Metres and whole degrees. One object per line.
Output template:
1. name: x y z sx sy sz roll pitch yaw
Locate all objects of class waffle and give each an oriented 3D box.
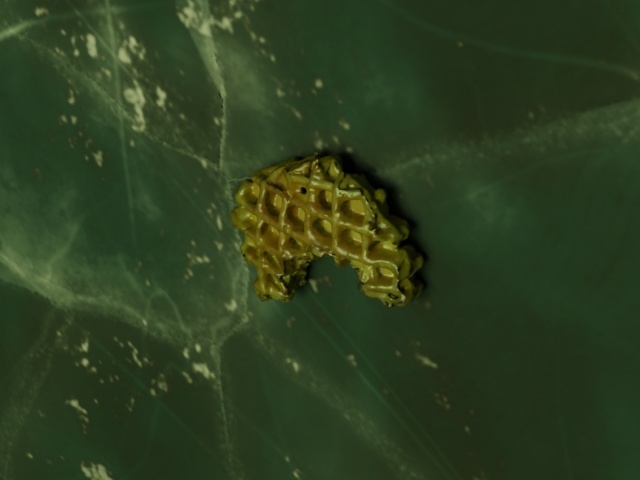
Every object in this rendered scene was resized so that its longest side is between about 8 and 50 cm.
1. waffle: -0.002 0.001 1.719 0.194 0.051 0.149 -14 103 45
